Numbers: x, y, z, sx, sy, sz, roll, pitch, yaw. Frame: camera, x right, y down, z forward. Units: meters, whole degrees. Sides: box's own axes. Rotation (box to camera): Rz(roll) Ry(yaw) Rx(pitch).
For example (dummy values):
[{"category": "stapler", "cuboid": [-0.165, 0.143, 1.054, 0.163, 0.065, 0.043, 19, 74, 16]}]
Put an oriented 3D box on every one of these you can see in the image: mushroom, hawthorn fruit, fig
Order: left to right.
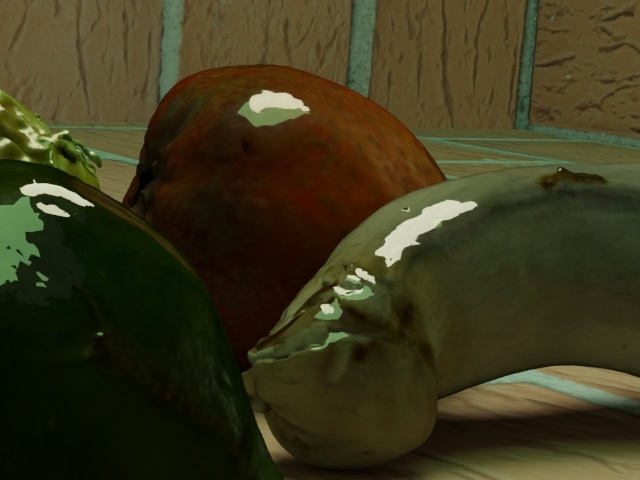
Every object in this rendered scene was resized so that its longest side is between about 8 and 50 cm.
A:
[{"category": "fig", "cuboid": [-0.108, 0.081, 0.777, 0.245, 0.195, 0.195, 39, -5, -21]}, {"category": "hawthorn fruit", "cuboid": [0.000, 0.000, 1.275, 0.262, 0.210, 0.210, 19, 1, -24]}, {"category": "mushroom", "cuboid": [0.119, 0.037, 1.148, 0.397, 0.177, 0.126, -3, -33, -33]}]

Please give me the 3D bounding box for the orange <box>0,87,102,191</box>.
[{"category": "orange", "cuboid": [-0.254, -0.002, 1.025, 0.301, 0.223, 0.300, 9, 14, 29]}]
